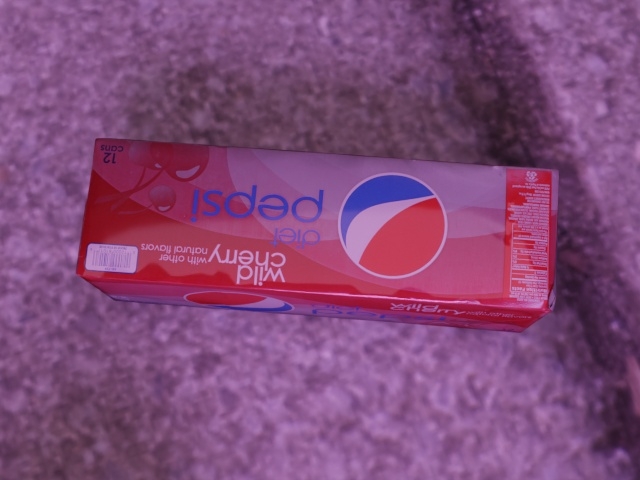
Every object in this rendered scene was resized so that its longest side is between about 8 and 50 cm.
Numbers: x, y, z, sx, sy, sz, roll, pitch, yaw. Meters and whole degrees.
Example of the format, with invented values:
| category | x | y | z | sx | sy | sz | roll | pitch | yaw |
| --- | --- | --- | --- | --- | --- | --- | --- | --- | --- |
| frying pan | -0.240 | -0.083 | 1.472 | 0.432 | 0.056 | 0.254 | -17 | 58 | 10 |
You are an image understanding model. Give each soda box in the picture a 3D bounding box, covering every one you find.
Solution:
| category | x | y | z | sx | sy | sz | roll | pitch | yaw |
| --- | --- | --- | --- | --- | --- | --- | --- | --- | --- |
| soda box | 0.000 | 0.000 | 0.515 | 0.263 | 0.092 | 0.084 | 5 | 77 | 2 |
